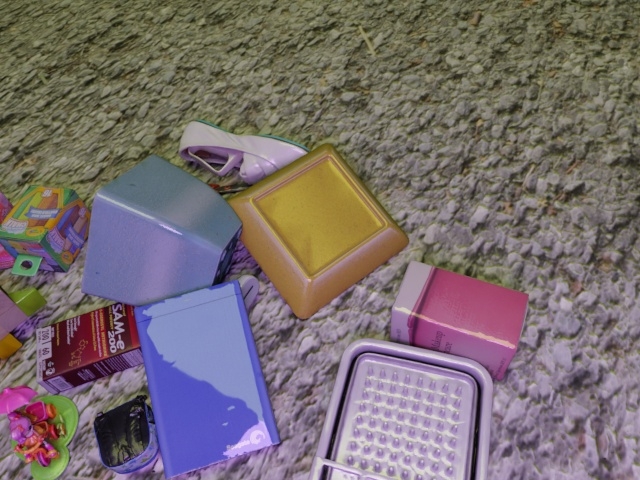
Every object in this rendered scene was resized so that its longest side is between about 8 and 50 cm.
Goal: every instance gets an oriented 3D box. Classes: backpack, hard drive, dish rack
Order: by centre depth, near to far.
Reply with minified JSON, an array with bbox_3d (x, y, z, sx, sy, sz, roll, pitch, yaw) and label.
[{"bbox_3d":[0.149,0.353,0.902,0.286,0.072,0.332,9,54,13],"label":"dish rack"},{"bbox_3d":[-0.350,0.365,0.932,0.105,0.084,0.114,-23,49,-11],"label":"backpack"},{"bbox_3d":[-0.219,0.255,0.965,0.210,0.040,0.318,-16,73,-6],"label":"hard drive"}]

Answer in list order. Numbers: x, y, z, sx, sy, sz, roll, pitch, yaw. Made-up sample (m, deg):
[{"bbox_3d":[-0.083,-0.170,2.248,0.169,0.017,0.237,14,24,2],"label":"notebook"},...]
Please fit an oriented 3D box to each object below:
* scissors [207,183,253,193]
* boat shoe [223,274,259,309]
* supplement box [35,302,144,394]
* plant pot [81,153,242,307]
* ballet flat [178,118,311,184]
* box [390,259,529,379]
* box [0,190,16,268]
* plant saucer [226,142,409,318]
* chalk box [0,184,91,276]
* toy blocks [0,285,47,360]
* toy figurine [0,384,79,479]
[{"bbox_3d":[-0.266,-0.128,1.345,0.297,0.021,0.109,4,44,5],"label":"scissors"},{"bbox_3d":[-0.218,0.166,1.089,0.076,0.083,0.226,7,47,39],"label":"boat shoe"},{"bbox_3d":[-0.461,0.215,1.067,0.240,0.073,0.130,-19,53,-10],"label":"supplement box"},{"bbox_3d":[-0.316,0.003,1.085,0.253,0.247,0.247,22,29,-2],"label":"plant pot"},{"bbox_3d":[-0.210,-0.216,1.346,0.401,0.139,0.139,18,56,22],"label":"ballet flat"},{"bbox_3d":[0.265,0.155,0.993,0.233,0.148,0.126,16,57,18],"label":"box"},{"bbox_3d":[-0.906,-0.005,1.231,0.300,0.154,0.142,-10,53,-4],"label":"box"},{"bbox_3d":[-0.006,-0.048,1.151,0.333,0.081,0.332,-34,78,-18],"label":"plant saucer"},{"bbox_3d":[-0.671,-0.011,1.223,0.133,0.132,0.213,6,53,11],"label":"chalk box"},{"bbox_3d":[-0.833,0.181,1.087,0.261,0.190,0.381,25,57,36],"label":"toy blocks"},{"bbox_3d":[-0.538,0.339,0.924,0.130,0.159,0.173,-22,54,-11],"label":"toy figurine"}]
